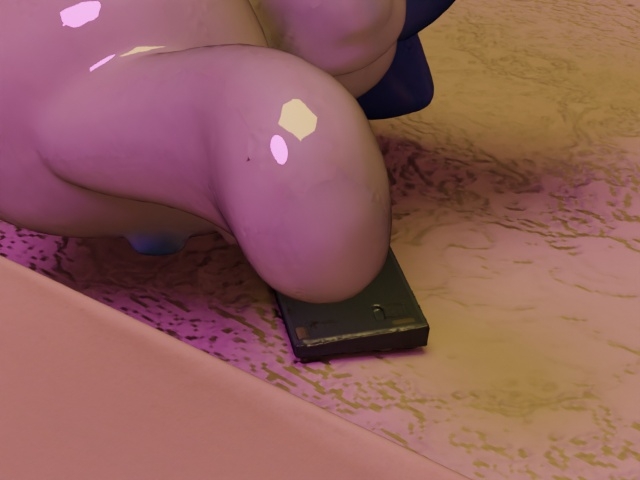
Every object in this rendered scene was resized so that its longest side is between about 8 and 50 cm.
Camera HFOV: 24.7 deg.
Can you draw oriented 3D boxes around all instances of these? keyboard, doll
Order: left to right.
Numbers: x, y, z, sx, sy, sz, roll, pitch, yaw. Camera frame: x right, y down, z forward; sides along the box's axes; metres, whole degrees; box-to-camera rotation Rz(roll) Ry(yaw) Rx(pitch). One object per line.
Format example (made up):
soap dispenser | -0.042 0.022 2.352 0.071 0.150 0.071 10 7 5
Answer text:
doll | -0.040 -0.092 0.630 0.376 0.187 0.365 26 46 31
keyboard | 0.000 -0.001 0.642 0.055 0.014 0.176 -5 29 -10

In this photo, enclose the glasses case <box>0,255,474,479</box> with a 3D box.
glasses case | -0.045 0.102 0.388 0.336 0.076 0.144 22 36 34
